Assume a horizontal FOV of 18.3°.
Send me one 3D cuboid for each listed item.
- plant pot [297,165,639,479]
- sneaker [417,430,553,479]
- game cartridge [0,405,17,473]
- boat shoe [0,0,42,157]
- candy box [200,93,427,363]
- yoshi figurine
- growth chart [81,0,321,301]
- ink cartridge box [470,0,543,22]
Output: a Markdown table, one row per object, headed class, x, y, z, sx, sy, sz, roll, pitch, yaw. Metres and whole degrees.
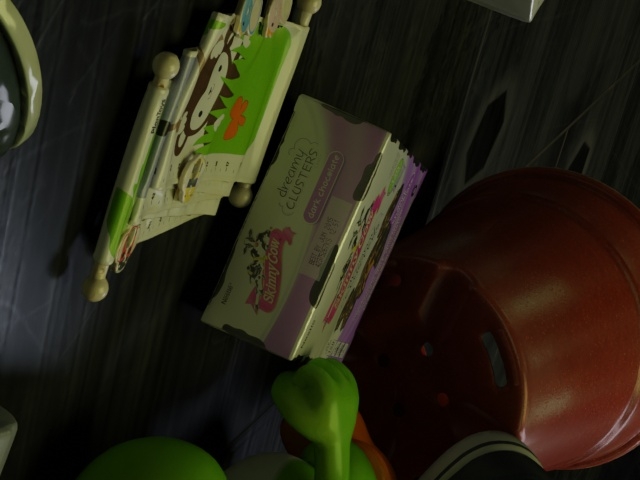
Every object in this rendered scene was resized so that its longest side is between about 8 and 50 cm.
| class | x | y | z | sx | sy | sz | roll | pitch | yaw |
| --- | --- | --- | --- | --- | --- | --- | --- | --- | --- |
| plant pot | 0.131 | 0.090 | 1.641 | 0.265 | 0.272 | 0.272 | -17 | 130 | -58 |
| sneaker | 0.059 | 0.289 | 1.440 | 0.321 | 0.126 | 0.127 | -52 | -150 | 9 |
| game cartridge | -0.250 | 0.178 | 0.916 | 0.196 | 0.060 | 0.294 | -65 | 164 | 11 |
| boat shoe | -0.169 | -0.094 | 0.716 | 0.079 | 0.095 | 0.254 | -60 | 161 | -24 |
| candy box | 0.000 | 0.000 | 1.374 | 0.165 | 0.070 | 0.196 | -66 | 169 | 0 |
| yoshi figurine | -0.064 | 0.177 | 1.297 | 0.362 | 0.203 | 0.203 | -36 | 128 | -81 |
| growth chart | -0.067 | -0.070 | 1.189 | 0.237 | 0.021 | 0.172 | -34 | 145 | -64 |
| ink cartridge box | 0.169 | -0.299 | 1.472 | 0.219 | 0.092 | 0.160 | -56 | 161 | -29 |
